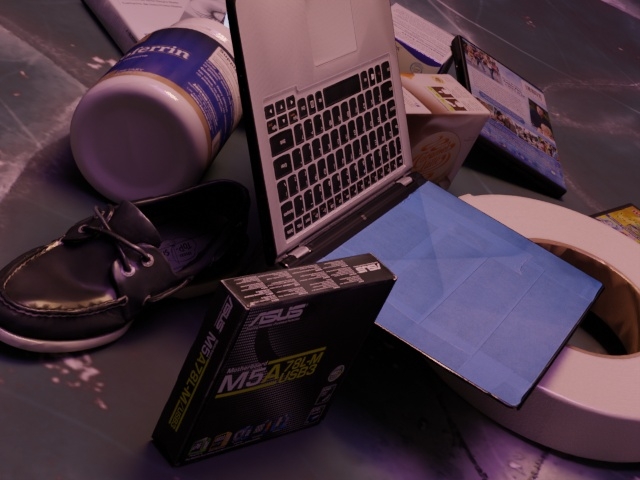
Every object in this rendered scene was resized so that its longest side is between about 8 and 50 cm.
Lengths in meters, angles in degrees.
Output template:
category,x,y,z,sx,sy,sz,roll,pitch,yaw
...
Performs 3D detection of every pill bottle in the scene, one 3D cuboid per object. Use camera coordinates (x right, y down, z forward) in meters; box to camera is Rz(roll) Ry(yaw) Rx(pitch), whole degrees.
category,x,y,z,sx,sy,sz,roll,pitch,yaw
pill bottle,-0.169,-0.154,1.519,0.153,0.153,0.264,26,29,-1

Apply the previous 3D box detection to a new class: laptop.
category,x,y,z,sx,sy,sz,roll,pitch,yaw
laptop,0.118,-0.085,1.382,0.236,0.408,0.382,-3,15,25

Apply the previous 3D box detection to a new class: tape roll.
category,x,y,z,sx,sy,sz,roll,pitch,yaw
tape roll,0.278,0.088,1.538,0.392,0.072,0.392,15,35,-11

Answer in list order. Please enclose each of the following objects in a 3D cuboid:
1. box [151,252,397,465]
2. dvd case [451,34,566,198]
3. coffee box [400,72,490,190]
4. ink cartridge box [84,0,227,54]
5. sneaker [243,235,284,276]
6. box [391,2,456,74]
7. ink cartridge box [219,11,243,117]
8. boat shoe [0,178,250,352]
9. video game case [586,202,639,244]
category,x,y,z,sx,sy,sz,roll,pitch,yaw
box,-0.040,0.103,1.186,0.191,0.184,0.045,-8,46,-46
dvd case,0.274,-0.186,1.972,0.180,0.022,0.253,29,35,-24
coffee box,0.075,-0.132,1.686,0.246,0.141,0.098,-4,42,-42
ink cartridge box,-0.199,-0.303,1.834,0.223,0.045,0.224,-3,41,-40
sneaker,0.000,0.000,1.460,0.115,0.105,0.281,31,33,-6
box,0.135,-0.288,2.044,0.126,0.072,0.137,31,30,6
ink cartridge box,-0.075,-0.211,1.712,0.143,0.092,0.090,17,63,-15
boat shoe,-0.181,0.009,1.293,0.127,0.113,0.340,43,34,26
video game case,0.456,0.058,1.794,0.275,0.035,0.248,42,33,26
